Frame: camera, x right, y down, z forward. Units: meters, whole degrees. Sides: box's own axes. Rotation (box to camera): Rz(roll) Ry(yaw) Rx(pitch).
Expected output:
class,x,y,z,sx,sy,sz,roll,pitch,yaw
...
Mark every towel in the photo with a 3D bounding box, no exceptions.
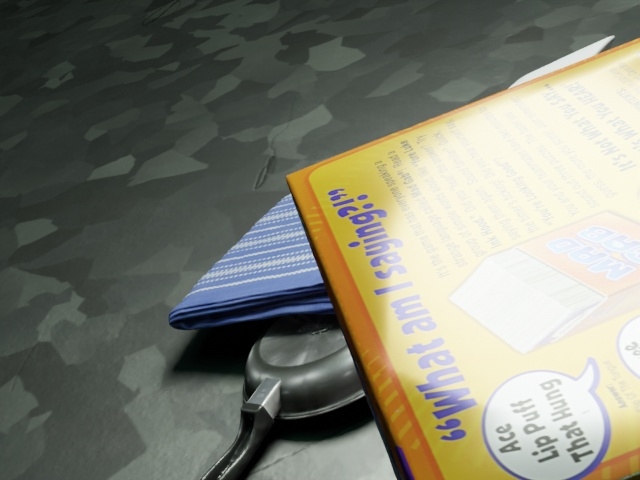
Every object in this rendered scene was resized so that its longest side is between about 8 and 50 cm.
class,x,y,z,sx,sy,sz,roll,pitch,yaw
towel,0.000,0.000,1.249,0.243,0.040,0.336,-11,22,31

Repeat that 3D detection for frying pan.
class,x,y,z,sx,sy,sz,roll,pitch,yaw
frying pan,-0.046,0.138,1.088,0.326,0.053,0.197,-32,24,-17

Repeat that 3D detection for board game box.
class,x,y,z,sx,sy,sz,roll,pitch,yaw
board game box,0.226,0.117,0.656,0.356,0.356,0.356,-21,30,-1

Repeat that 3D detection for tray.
class,x,y,z,sx,sy,sz,roll,pitch,yaw
tray,0.269,-0.177,1.366,0.145,0.030,0.270,-23,12,39
